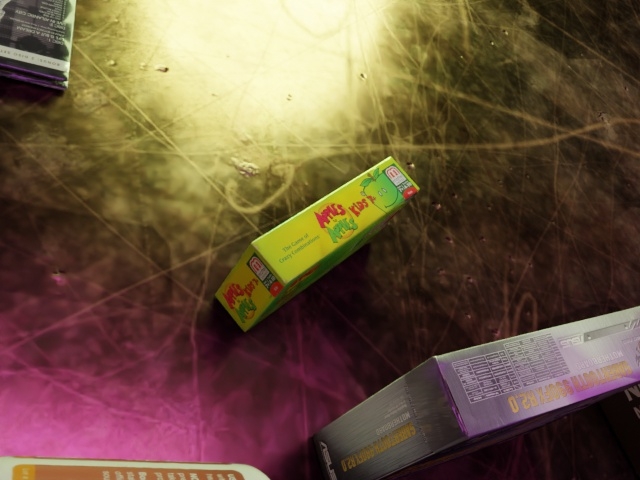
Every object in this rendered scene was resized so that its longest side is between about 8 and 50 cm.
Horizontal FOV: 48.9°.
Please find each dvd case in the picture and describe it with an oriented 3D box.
[{"bbox_3d":[-0.308,-0.243,0.643,0.164,0.018,0.221,9,56,-26],"label":"dvd case"}]

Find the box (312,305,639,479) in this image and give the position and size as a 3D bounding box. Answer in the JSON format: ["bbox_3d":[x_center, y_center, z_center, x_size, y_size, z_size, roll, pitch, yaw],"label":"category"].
[{"bbox_3d":[0.135,0.127,0.551,0.231,0.183,0.056,-6,65,-33],"label":"box"}]

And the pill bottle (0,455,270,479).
[{"bbox_3d":[-0.094,0.194,0.419,0.216,0.121,0.121,10,57,-24],"label":"pill bottle"}]

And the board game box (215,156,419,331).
[{"bbox_3d":[0.000,0.000,0.614,0.043,0.092,0.181,49,50,8],"label":"board game box"}]

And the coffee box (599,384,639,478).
[{"bbox_3d":[0.410,0.222,0.656,0.119,0.168,0.297,-9,65,-33],"label":"coffee box"}]
